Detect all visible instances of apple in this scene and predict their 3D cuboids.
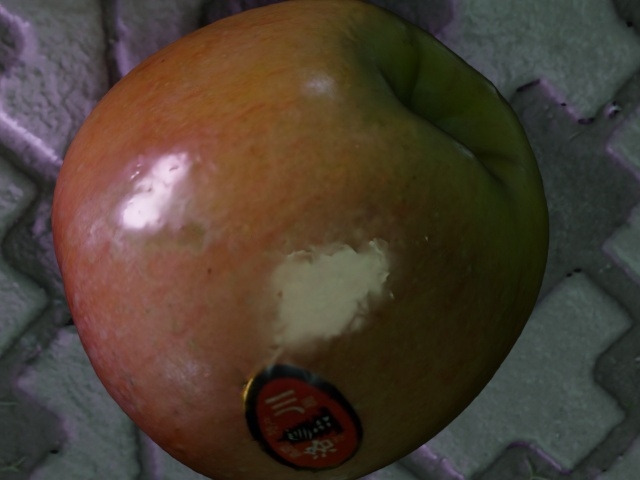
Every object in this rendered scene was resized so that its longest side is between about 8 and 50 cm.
[{"bbox_3d":[0.000,0.000,0.929,0.305,0.338,0.338,-34,113,17],"label":"apple"}]
